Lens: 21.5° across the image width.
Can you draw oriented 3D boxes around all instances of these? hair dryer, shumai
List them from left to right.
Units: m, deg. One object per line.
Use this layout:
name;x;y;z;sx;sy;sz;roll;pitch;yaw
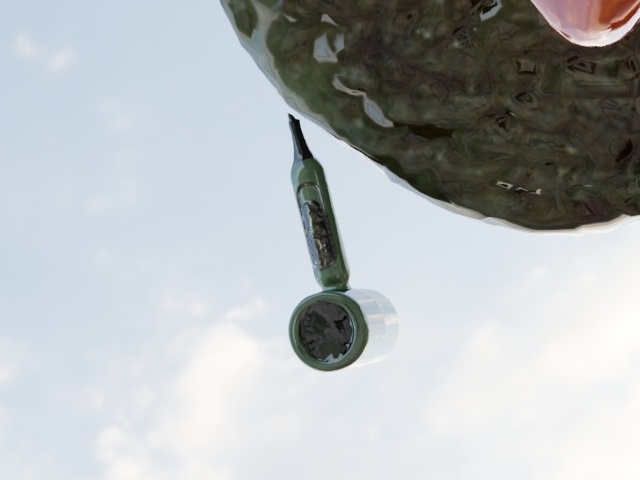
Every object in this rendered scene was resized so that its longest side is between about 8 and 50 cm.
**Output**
hair dryer;0.000;0.000;0.955;0.047;0.150;0.071;-18;-6;18
shumai;0.137;-0.227;0.952;0.395;0.348;0.395;9;-63;19

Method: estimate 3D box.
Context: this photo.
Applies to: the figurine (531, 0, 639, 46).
figurine;0.058;-0.251;0.467;0.306;0.241;0.412;-49;-49;0
